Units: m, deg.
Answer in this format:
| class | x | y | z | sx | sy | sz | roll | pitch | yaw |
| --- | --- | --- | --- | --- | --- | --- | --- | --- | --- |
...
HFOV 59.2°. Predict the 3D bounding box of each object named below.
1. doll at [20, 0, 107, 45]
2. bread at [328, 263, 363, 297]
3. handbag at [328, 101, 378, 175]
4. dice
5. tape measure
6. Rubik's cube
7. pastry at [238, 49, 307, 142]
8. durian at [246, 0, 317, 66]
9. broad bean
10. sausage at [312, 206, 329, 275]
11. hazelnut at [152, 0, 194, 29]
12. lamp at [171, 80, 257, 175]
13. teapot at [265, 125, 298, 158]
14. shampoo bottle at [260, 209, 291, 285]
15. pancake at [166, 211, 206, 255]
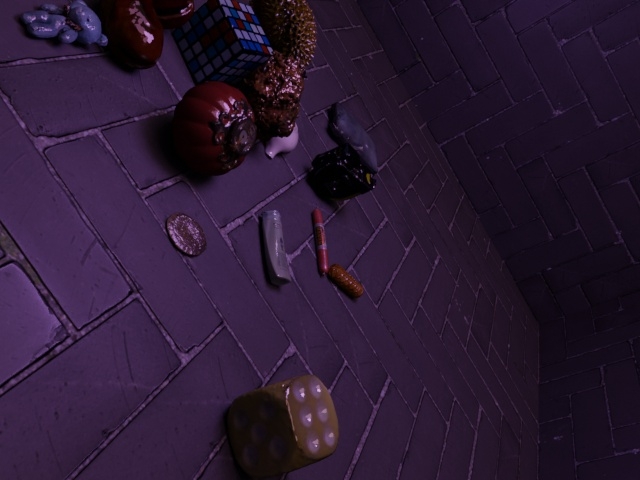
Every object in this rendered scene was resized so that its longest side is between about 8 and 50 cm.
| class | x | y | z | sx | sy | sz | roll | pitch | yaw |
| --- | --- | --- | --- | --- | --- | --- | --- | --- | --- |
| doll | -0.542 | -0.472 | 1.202 | 0.120 | 0.075 | 0.179 | 59 | 28 | 0 |
| bread | 0.080 | 0.127 | 1.753 | 0.157 | 0.044 | 0.052 | 42 | 32 | -34 |
| handbag | 0.138 | -0.414 | 2.290 | 0.332 | 0.074 | 0.192 | 41 | 38 | -40 |
| dice | -0.074 | 0.379 | 1.153 | 0.166 | 0.169 | 0.169 | 6 | 61 | -57 |
| tape measure | 0.063 | -0.210 | 1.871 | 0.199 | 0.186 | 0.112 | 49 | 35 | -31 |
| Rubik's cube | -0.271 | -0.558 | 1.609 | 0.182 | 0.187 | 0.184 | 64 | 26 | 4 |
| pastry | -0.134 | -0.396 | 1.608 | 0.193 | 0.275 | 0.275 | 40 | 32 | -4 |
| durian | -0.127 | -0.716 | 1.929 | 0.258 | 0.258 | 0.293 | -22 | 90 | -62 |
| broad bean | -0.446 | -0.523 | 1.342 | 0.156 | 0.122 | 0.229 | 0 | 76 | -43 |
| sausage | 0.000 | 0.000 | 1.743 | 0.034 | 0.034 | 0.253 | 31 | 40 | -44 |
| hazelnut | -0.415 | -0.663 | 1.466 | 0.204 | 0.177 | 0.178 | 98 | -15 | -59 |
| lamp | -0.263 | -0.272 | 1.371 | 0.227 | 0.226 | 0.227 | 39 | 36 | -37 |
| teapot | -0.126 | -0.354 | 1.782 | 0.145 | 0.092 | 0.226 | 44 | 30 | -32 |
| shampoo bottle | -0.121 | 0.017 | 1.510 | 0.072 | 0.049 | 0.213 | 21 | 48 | -45 |
| pancake | -0.302 | -0.015 | 1.277 | 0.115 | 0.011 | 0.115 | 39 | 36 | -37 |
